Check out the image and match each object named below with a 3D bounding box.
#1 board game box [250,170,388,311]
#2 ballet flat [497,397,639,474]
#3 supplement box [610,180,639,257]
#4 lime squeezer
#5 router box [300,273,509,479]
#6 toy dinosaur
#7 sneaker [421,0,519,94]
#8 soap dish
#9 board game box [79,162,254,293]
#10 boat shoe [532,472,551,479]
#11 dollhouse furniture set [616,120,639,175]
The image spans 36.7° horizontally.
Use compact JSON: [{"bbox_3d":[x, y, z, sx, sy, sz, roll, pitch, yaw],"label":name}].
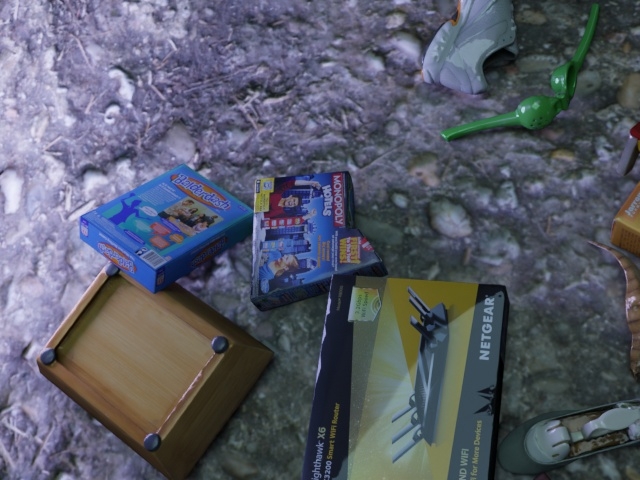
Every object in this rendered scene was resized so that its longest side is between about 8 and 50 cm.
[{"bbox_3d":[0.000,0.000,1.416,0.194,0.060,0.194,-3,69,13],"label":"board game box"},{"bbox_3d":[0.327,0.243,1.228,0.213,0.068,0.072,-17,66,9],"label":"ballet flat"},{"bbox_3d":[0.502,0.013,1.265,0.233,0.080,0.078,30,78,25],"label":"supplement box"},{"bbox_3d":[0.330,-0.224,1.426,0.310,0.059,0.110,-41,33,-2],"label":"lime squeezer"},{"bbox_3d":[0.117,0.206,1.292,0.243,0.081,0.308,3,70,16],"label":"router box"},{"bbox_3d":[0.425,0.078,1.268,0.112,0.064,0.211,-9,67,13],"label":"toy dinosaur"},{"bbox_3d":[0.262,-0.333,1.463,0.121,0.099,0.262,28,86,15],"label":"sneaker"},{"bbox_3d":[-0.248,0.171,1.385,0.291,0.118,0.229,32,81,22],"label":"soap dish"},{"bbox_3d":[-0.223,-0.023,1.430,0.160,0.047,0.210,34,45,24],"label":"board game box"},{"bbox_3d":[0.374,0.402,1.130,0.342,0.123,0.123,34,82,30],"label":"boat shoe"},{"bbox_3d":[0.597,-0.095,1.203,0.374,0.152,0.201,36,53,27],"label":"dollhouse furniture set"}]
